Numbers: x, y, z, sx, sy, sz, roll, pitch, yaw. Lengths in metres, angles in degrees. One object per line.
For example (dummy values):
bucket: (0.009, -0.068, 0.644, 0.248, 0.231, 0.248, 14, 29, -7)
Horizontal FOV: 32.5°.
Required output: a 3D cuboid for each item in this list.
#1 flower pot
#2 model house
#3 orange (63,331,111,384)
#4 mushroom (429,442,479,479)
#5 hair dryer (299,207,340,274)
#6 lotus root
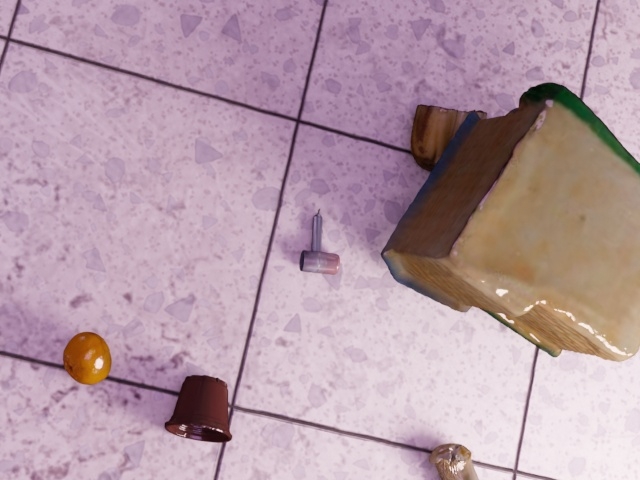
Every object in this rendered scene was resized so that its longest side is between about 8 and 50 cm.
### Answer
flower pot: (-0.185, 0.263, 1.733, 0.111, 0.111, 0.089, 14, 66, -10)
model house: (0.336, -0.009, 1.778, 0.382, 0.343, 0.334, 36, 79, -17)
orange: (-0.364, 0.185, 1.712, 0.070, 0.083, 0.083, -28, 88, -30)
mushroom: (0.263, 0.429, 1.816, 0.092, 0.081, 0.223, -44, 90, 3)
hair dryer: (0.000, 0.000, 1.852, 0.063, 0.037, 0.114, 6, 72, -14)
lotus root: (0.208, -0.182, 1.904, 0.159, 0.095, 0.135, 17, 87, -49)
